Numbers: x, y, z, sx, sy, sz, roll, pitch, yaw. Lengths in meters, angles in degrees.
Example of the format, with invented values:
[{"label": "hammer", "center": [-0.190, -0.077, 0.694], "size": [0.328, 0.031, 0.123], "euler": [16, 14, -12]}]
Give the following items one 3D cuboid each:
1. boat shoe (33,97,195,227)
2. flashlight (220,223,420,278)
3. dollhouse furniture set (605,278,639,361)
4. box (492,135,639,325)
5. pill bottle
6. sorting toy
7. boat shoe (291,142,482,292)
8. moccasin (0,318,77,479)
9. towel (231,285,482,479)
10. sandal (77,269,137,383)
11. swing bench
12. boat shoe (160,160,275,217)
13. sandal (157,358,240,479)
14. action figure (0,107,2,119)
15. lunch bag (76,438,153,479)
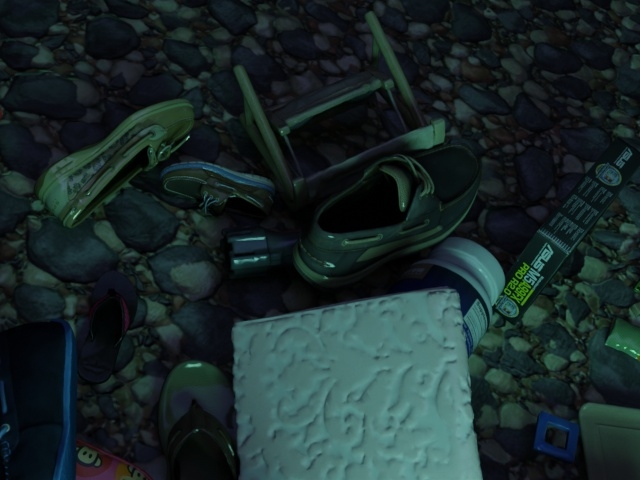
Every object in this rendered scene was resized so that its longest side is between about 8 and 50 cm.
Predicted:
[{"label": "boat shoe", "center": [-0.299, -0.120, 1.578], "size": [0.285, 0.104, 0.089], "euler": [-37, 76, -22]}, {"label": "flashlight", "center": [0.000, 0.000, 1.579], "size": [0.304, 0.103, 0.103], "euler": [-6, 63, -14]}, {"label": "dollhouse furniture set", "center": [0.525, 0.119, 1.658], "size": [0.076, 0.058, 0.151], "euler": [28, 54, 5]}, {"label": "box", "center": [0.387, -0.014, 1.614], "size": [0.060, 0.216, 0.270], "euler": [38, 54, 11]}, {"label": "pill bottle", "center": [0.158, 0.122, 1.497], "size": [0.153, 0.153, 0.264], "euler": [35, 54, 9]}, {"label": "sorting toy", "center": [0.468, 0.343, 1.495], "size": [0.348, 0.047, 0.196], "euler": [9, 55, -9]}, {"label": "boat shoe", "center": [0.117, -0.052, 1.496], "size": [0.355, 0.130, 0.132], "euler": [-35, 69, -29]}, {"label": "moccasin", "center": [-0.340, 0.245, 1.161], "size": [0.117, 0.137, 0.342], "euler": [-2, 43, -9]}, {"label": "towel", "center": [0.043, 0.239, 1.319], "size": [0.317, 0.053, 0.331], "euler": [-11, 65, 14]}, {"label": "sandal", "center": [-0.299, 0.116, 1.443], "size": [0.067, 0.040, 0.179], "euler": [12, 54, -7]}, {"label": "swing bench", "center": [0.027, -0.187, 1.637], "size": [0.253, 0.165, 0.254], "euler": [-23, 65, -10]}, {"label": "boat shoe", "center": [-0.160, -0.075, 1.598], "size": [0.183, 0.066, 0.066], "euler": [7, 56, -11]}, {"label": "sandal", "center": [-0.152, 0.291, 1.336], "size": [0.120, 0.086, 0.302], "euler": [4, 55, -13]}, {"label": "action figure", "center": [-0.539, -0.115, 1.519], "size": [0.091, 0.139, 0.280], "euler": [21, 76, -4]}, {"label": "lunch bag", "center": [-0.362, 0.349, 1.213], "size": [0.293, 0.120, 0.258], "euler": [26, 51, 7]}]
